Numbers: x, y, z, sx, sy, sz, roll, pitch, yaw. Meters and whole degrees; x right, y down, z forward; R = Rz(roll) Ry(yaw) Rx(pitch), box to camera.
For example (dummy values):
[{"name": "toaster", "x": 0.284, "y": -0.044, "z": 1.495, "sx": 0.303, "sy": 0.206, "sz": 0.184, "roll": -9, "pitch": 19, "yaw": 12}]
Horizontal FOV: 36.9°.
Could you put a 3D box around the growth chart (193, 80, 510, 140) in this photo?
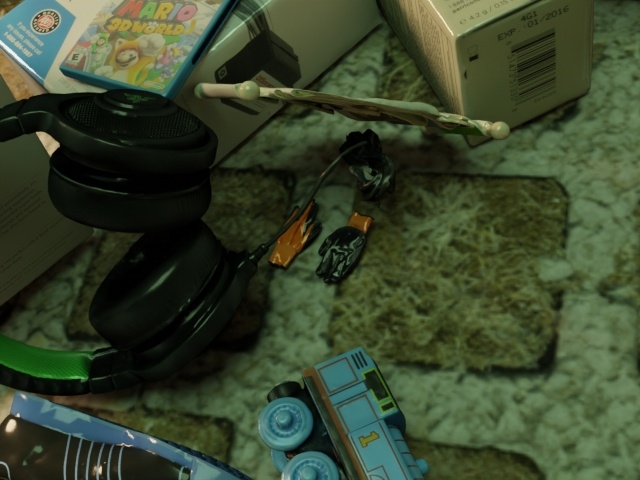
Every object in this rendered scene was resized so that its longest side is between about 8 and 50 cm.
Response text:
[{"name": "growth chart", "x": 0.018, "y": -0.112, "z": 0.809, "sx": 0.237, "sy": 0.172, "sz": 0.021, "roll": 7, "pitch": 95, "yaw": -14}]

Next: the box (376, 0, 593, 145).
[{"name": "box", "x": 0.134, "y": -0.230, "z": 0.874, "sx": 0.127, "sy": 0.148, "sz": 0.232, "roll": -25, "pitch": 56, "yaw": -1}]

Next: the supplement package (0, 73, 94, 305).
[{"name": "supplement package", "x": -0.359, "y": -0.086, "z": 0.821, "sx": 0.177, "sy": 0.293, "sz": 0.175, "roll": -40, "pitch": 52, "yaw": -19}]

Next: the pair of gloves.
[{"name": "pair of gloves", "x": 0.000, "y": 0.000, "z": 0.852, "sx": 0.083, "sy": 0.010, "sz": 0.074, "roll": 18, "pitch": 69, "yaw": 26}]

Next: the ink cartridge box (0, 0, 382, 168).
[{"name": "ink cartridge box", "x": -0.130, "y": -0.213, "z": 0.950, "sx": 0.307, "sy": 0.129, "sz": 0.223, "roll": -42, "pitch": 57, "yaw": -12}]

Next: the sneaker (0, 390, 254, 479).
[{"name": "sneaker", "x": -0.158, "y": 0.191, "z": 0.746, "sx": 0.232, "sy": 0.081, "sz": 0.090, "roll": 13, "pitch": 75, "yaw": 24}]

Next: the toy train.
[{"name": "toy train", "x": 0.025, "y": 0.171, "z": 0.701, "sx": 0.105, "sy": 0.080, "sz": 0.184, "roll": -24, "pitch": 55, "yaw": -6}]

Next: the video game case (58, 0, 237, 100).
[{"name": "video game case", "x": -0.143, "y": -0.201, "z": 0.858, "sx": 0.119, "sy": 0.015, "sz": 0.166, "roll": 18, "pitch": 66, "yaw": 24}]

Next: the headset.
[{"name": "headset", "x": -0.133, "y": -0.019, "z": 0.789, "sx": 0.394, "sy": 0.243, "sz": 0.185, "roll": -12, "pitch": 25, "yaw": 0}]
